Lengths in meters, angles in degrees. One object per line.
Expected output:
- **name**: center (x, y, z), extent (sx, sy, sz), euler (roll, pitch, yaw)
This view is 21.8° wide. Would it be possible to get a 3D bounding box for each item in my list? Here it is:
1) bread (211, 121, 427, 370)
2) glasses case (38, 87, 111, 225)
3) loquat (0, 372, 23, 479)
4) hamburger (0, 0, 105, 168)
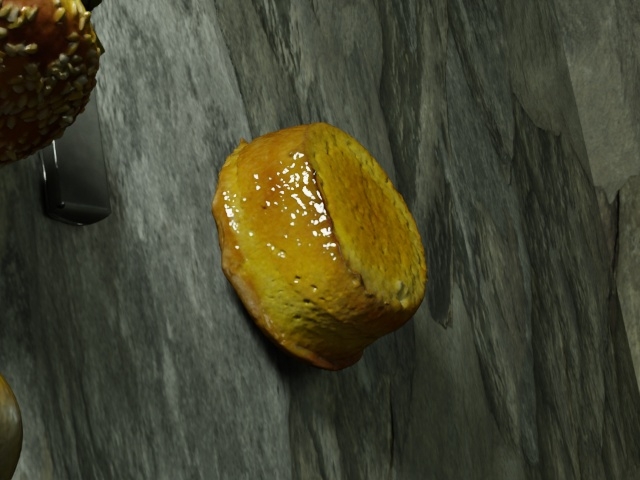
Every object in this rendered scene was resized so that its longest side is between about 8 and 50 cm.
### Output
- **bread**: center (0.003, 0.005, 2.032), extent (0.312, 0.172, 0.312), euler (41, 35, -38)
- **glasses case**: center (-0.267, -0.109, 1.758), extent (0.072, 0.042, 0.191), euler (19, 53, -48)
- **loquat**: center (-0.328, 0.151, 1.276), extent (0.179, 0.179, 0.227), euler (70, 17, 5)
- **hamburger**: center (-0.326, -0.186, 1.455), extent (0.291, 0.291, 0.225), euler (32, 37, -50)
